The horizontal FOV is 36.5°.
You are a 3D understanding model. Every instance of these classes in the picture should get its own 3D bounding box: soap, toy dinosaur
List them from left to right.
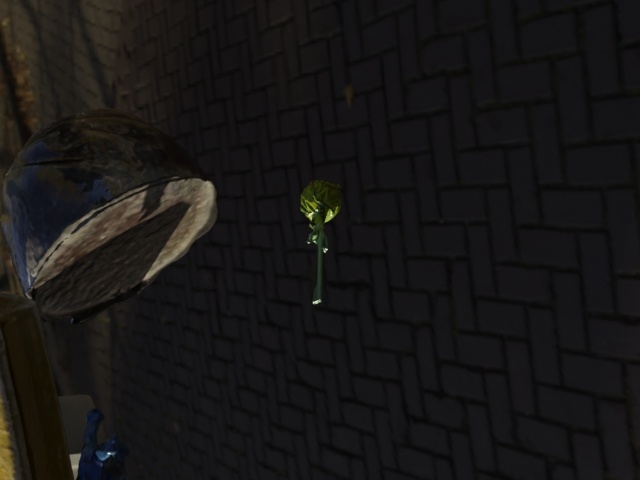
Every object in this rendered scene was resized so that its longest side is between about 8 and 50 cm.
[{"bbox_3d":[-0.303,0.160,0.872,0.140,0.073,0.232,7,114,29],"label":"soap"},{"bbox_3d":[-0.286,0.317,1.245,0.144,0.076,0.329,-92,22,-56],"label":"toy dinosaur"}]

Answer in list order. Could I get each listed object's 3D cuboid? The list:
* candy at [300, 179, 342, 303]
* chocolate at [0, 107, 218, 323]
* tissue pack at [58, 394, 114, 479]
[{"bbox_3d":[-0.003,0.000,1.741,0.073,0.077,0.262,-36,39,42],"label":"candy"},{"bbox_3d":[-0.313,-0.058,1.308,0.213,0.303,0.303,53,142,18],"label":"chocolate"},{"bbox_3d":[-0.428,0.324,1.347,0.136,0.246,0.159,45,128,53],"label":"tissue pack"}]
